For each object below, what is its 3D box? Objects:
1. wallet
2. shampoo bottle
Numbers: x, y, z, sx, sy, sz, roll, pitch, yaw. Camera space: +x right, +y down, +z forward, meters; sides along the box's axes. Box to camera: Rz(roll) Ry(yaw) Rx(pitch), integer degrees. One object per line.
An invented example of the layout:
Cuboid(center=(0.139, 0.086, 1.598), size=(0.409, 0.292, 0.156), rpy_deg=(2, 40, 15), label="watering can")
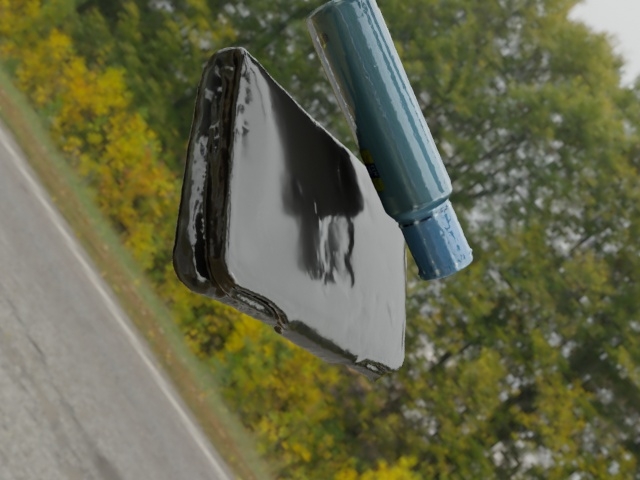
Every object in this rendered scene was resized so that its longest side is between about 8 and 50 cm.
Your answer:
Cuboid(center=(0.000, 0.000, 0.911), size=(0.377, 0.051, 0.197), rpy_deg=(34, 56, -58), label="wallet")
Cuboid(center=(0.064, -0.088, 0.924), size=(0.258, 0.061, 0.104), rpy_deg=(66, -7, -8), label="shampoo bottle")
